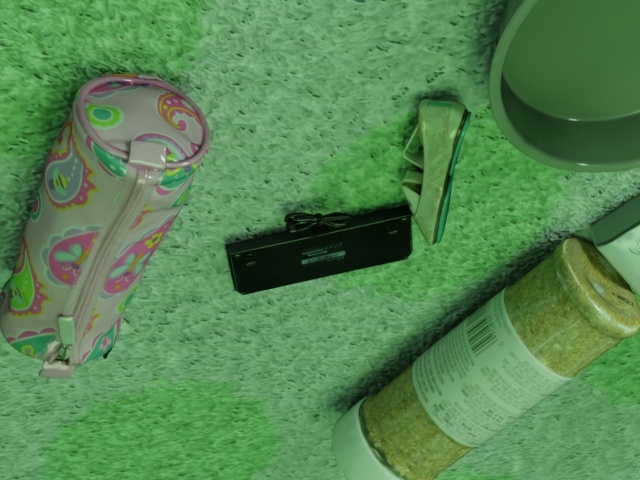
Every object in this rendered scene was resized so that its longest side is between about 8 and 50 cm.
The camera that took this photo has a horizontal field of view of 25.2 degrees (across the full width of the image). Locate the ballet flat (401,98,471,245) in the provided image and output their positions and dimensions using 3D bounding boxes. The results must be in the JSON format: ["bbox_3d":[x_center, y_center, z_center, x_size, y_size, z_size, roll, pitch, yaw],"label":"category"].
[{"bbox_3d":[0.100,-0.065,1.307,0.052,0.057,0.168,15,135,7],"label":"ballet flat"}]

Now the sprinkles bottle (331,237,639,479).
[{"bbox_3d":[0.169,0.145,1.510,0.121,0.121,0.355,24,127,-38],"label":"sprinkles bottle"}]

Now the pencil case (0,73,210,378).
[{"bbox_3d":[-0.189,-0.008,1.214,0.124,0.124,0.284,8,134,-26],"label":"pencil case"}]

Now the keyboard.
[{"bbox_3d":[0.000,0.000,1.364,0.180,0.023,0.108,-13,147,-5],"label":"keyboard"}]

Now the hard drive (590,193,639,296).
[{"bbox_3d":[0.473,0.046,1.473,0.233,0.047,0.353,-34,119,21],"label":"hard drive"}]

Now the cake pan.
[{"bbox_3d":[0.278,-0.177,1.222,0.293,0.054,0.293,-9,140,-8],"label":"cake pan"}]
